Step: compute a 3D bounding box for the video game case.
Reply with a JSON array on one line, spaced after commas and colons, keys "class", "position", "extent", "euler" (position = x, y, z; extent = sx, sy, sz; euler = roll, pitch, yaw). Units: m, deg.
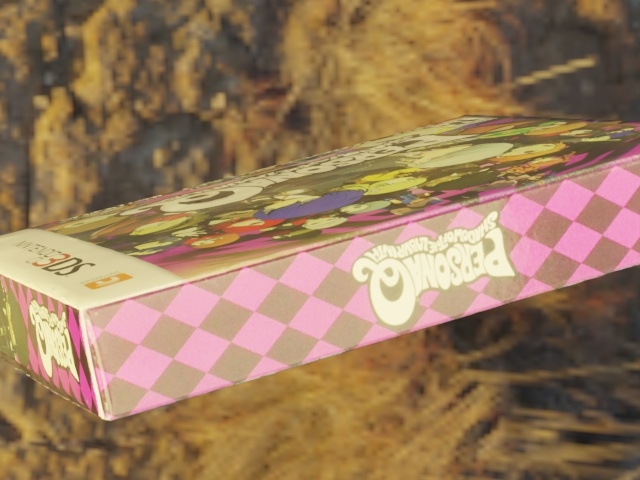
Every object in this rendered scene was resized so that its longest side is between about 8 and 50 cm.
[{"class": "video game case", "position": [0.000, 0.000, 0.677], "extent": [0.232, 0.210, 0.042], "euler": [-15, 100, -19]}]
